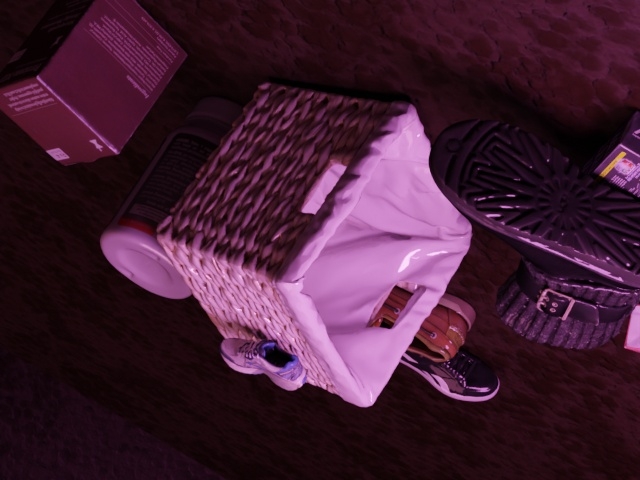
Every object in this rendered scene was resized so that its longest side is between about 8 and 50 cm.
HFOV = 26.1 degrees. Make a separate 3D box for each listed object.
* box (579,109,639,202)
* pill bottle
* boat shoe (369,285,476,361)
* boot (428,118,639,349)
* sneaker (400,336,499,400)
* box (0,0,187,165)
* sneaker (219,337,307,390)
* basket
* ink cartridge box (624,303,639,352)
[{"bbox_3d":[0.425,-0.032,1.747,0.216,0.060,0.270,31,154,1],"label":"box"},{"bbox_3d":[-0.194,-0.068,2.077,0.161,0.283,0.161,24,154,13],"label":"pill bottle"},{"bbox_3d":[0.101,0.118,2.307,0.307,0.104,0.110,13,150,32],"label":"boat shoe"},{"bbox_3d":[0.266,0.006,1.763,0.348,0.131,0.260,31,154,0],"label":"boot"},{"bbox_3d":[0.207,0.197,2.365,0.217,0.079,0.121,25,156,14],"label":"sneaker"},{"bbox_3d":[-0.340,-0.243,2.011,0.168,0.203,0.167,-6,136,50],"label":"box"},{"bbox_3d":[-0.081,0.156,1.907,0.135,0.052,0.058,17,144,23],"label":"sneaker"},{"bbox_3d":[0.000,0.000,1.959,0.266,0.328,0.331,17,153,35],"label":"basket"},{"bbox_3d":[0.524,0.140,1.888,0.198,0.067,0.115,18,172,-40],"label":"ink cartridge box"}]
